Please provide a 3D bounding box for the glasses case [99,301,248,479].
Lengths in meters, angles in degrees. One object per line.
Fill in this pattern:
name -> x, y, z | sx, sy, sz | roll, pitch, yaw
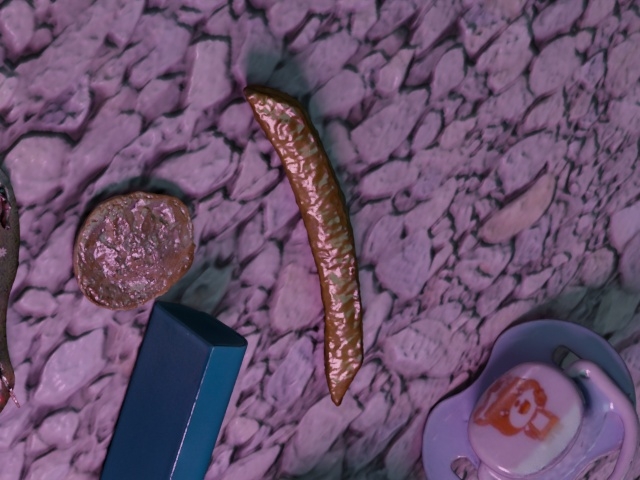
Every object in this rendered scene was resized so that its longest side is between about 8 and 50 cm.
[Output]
glasses case -> -0.166, 0.225, 1.697 | 0.070, 0.117, 0.301 | 4, 110, -42

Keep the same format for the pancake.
pancake -> -0.192, 0.009, 1.640 | 0.139, 0.022, 0.139 | -12, 117, -24

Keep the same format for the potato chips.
potato chips -> 0.000, 0.000, 1.726 | 0.080, 0.057, 0.407 | -18, 120, -7

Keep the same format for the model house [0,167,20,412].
model house -> -0.366, 0.085, 1.494 | 0.207, 0.154, 0.294 | -4, 112, -27

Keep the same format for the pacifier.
pacifier -> 0.264, 0.240, 1.934 | 0.279, 0.227, 0.207 | -46, 165, -4
